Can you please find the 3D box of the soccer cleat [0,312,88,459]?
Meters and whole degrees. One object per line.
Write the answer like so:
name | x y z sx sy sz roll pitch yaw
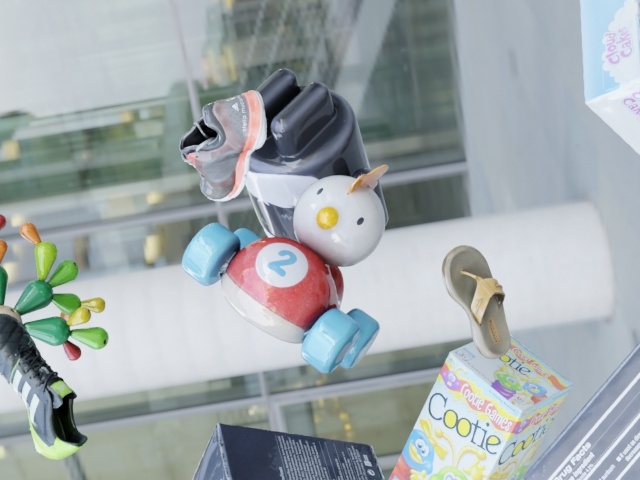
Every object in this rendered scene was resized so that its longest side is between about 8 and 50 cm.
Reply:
soccer cleat | -0.314 0.159 1.340 0.060 0.072 0.179 -29 -84 -54

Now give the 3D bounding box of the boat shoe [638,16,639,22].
boat shoe | 0.436 -0.194 1.277 0.206 0.065 0.075 40 -172 15

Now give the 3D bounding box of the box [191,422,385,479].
box | -0.045 0.315 1.404 0.153 0.207 0.108 -64 26 28

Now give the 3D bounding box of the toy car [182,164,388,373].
toy car | 0.000 0.000 1.436 0.238 0.219 0.210 -57 -14 6

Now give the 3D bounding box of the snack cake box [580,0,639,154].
snack cake box | 0.438 -0.269 1.659 0.152 0.089 0.264 34 -132 -38

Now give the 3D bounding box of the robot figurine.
robot figurine | -0.018 -0.098 1.618 0.278 0.173 0.209 71 -177 -47

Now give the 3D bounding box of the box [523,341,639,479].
box | 0.429 0.251 1.258 0.294 0.296 0.183 40 176 29

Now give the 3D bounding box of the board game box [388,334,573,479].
board game box | 0.232 0.294 1.783 0.144 0.142 0.275 39 124 29

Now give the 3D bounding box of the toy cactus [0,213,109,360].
toy cactus | -0.376 0.082 1.497 0.219 0.180 0.112 47 141 -6

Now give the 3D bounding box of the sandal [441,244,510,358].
sandal | 0.221 0.083 1.605 0.049 0.072 0.180 9 129 56

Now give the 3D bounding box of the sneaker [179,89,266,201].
sneaker | -0.095 -0.083 1.038 0.158 0.064 0.061 123 138 -59
